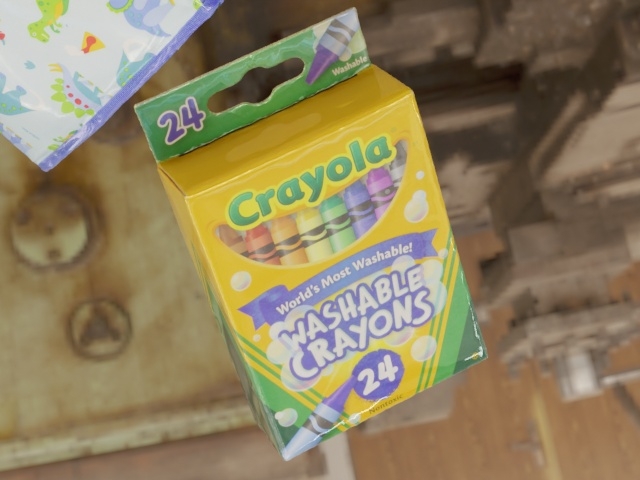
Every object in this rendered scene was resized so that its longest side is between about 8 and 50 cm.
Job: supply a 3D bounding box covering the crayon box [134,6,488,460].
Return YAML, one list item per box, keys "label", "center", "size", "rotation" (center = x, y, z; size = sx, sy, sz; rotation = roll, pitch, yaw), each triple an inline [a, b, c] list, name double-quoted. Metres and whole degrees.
- label: "crayon box"
  center: [0.000, 0.000, 1.213]
  size: [0.203, 0.323, 0.083]
  rotation: [-26, -150, -12]

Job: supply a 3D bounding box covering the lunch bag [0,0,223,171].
- label: "lunch bag"
  center: [-0.133, -0.126, 0.728]
  size: [0.129, 0.096, 0.151]
  rotation: [39, 144, -16]
